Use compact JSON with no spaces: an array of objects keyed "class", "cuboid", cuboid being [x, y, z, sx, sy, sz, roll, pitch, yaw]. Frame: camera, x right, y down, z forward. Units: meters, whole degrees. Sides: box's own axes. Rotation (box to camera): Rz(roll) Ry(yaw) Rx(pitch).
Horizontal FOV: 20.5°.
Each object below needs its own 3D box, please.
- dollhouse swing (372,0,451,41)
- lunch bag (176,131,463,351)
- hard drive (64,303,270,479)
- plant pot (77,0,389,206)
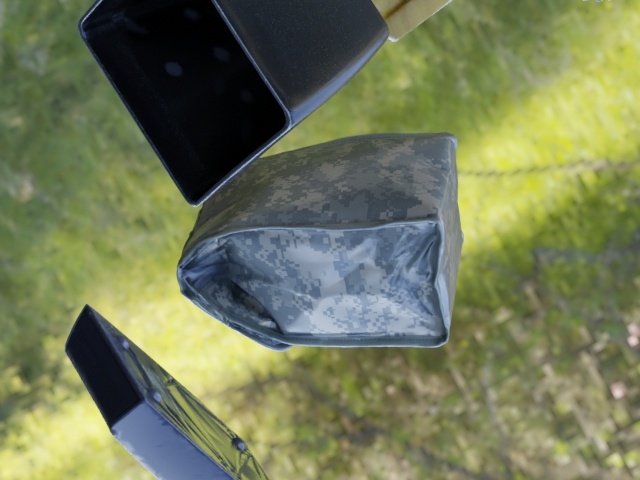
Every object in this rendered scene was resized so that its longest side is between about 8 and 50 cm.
[{"class":"dollhouse swing","cuboid":[0.032,-0.429,1.761,0.305,0.347,0.315,-46,-157,33]},{"class":"lunch bag","cuboid":[0.000,0.000,1.875,0.287,0.169,0.235,-1,-154,8]},{"class":"hard drive","cuboid":[-0.126,0.177,1.597,0.054,0.172,0.255,-42,131,2]},{"class":"plant pot","cuboid":[-0.058,-0.169,1.476,0.167,0.188,0.187,-30,177,-35]}]
